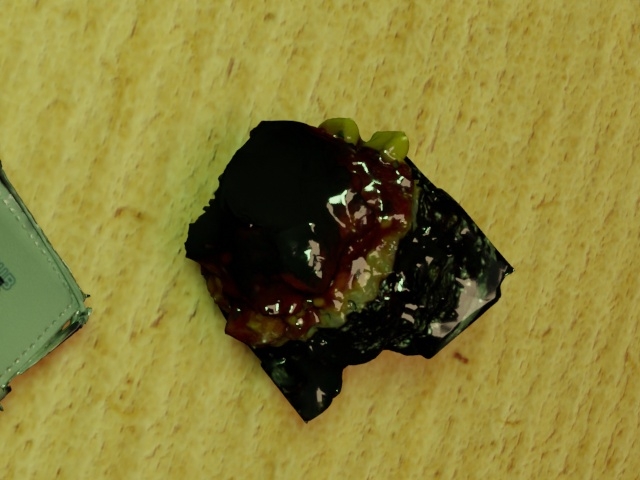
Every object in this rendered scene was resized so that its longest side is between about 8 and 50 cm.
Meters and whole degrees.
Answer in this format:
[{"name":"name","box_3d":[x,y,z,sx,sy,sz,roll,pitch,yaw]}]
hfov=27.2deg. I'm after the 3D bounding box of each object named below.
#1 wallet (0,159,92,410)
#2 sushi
[{"name":"wallet","box_3d":[-0.247,0.051,0.748,0.231,0.069,0.170,-42,113,-24]},{"name":"sushi","box_3d":[0.000,0.000,0.859,0.172,0.153,0.150,-41,140,-2]}]
